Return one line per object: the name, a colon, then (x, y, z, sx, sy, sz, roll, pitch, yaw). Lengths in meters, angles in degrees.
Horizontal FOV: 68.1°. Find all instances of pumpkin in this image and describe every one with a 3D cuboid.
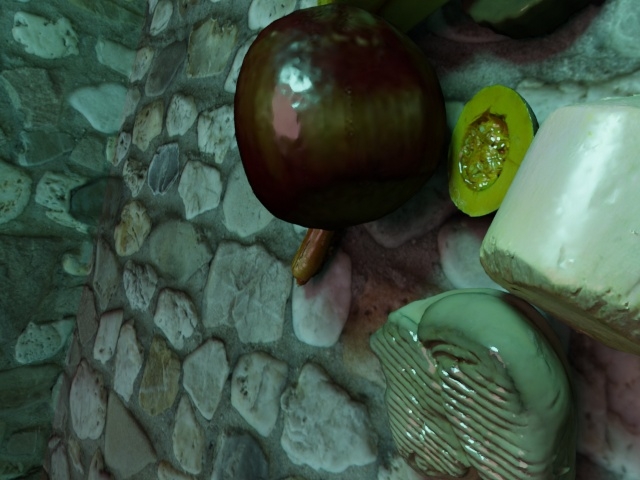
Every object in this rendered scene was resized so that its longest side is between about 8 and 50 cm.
pumpkin: (0.309, -0.145, 0.805, 0.217, 0.110, 0.217, -178, 90, -65)

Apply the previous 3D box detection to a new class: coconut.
coconut: (0.384, -0.033, 0.587, 0.298, 0.298, 0.309, 31, 89, 44)

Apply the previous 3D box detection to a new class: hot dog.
hot dog: (0.000, 0.000, 1.115, 0.102, 0.076, 0.249, -102, 37, -75)

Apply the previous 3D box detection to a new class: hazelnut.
hazelnut: (0.041, -0.221, 0.872, 0.353, 0.421, 0.420, 32, 105, 60)

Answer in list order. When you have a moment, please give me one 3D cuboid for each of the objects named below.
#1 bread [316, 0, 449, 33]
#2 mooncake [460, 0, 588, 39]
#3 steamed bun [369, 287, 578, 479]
bread: (0.113, -0.537, 0.919, 0.362, 0.234, 0.244, 177, 94, -72)
mooncake: (0.361, -0.461, 0.815, 0.228, 0.124, 0.227, -12, 74, 49)
steamed bun: (0.253, 0.224, 0.726, 0.310, 0.220, 0.323, -11, 99, 58)
